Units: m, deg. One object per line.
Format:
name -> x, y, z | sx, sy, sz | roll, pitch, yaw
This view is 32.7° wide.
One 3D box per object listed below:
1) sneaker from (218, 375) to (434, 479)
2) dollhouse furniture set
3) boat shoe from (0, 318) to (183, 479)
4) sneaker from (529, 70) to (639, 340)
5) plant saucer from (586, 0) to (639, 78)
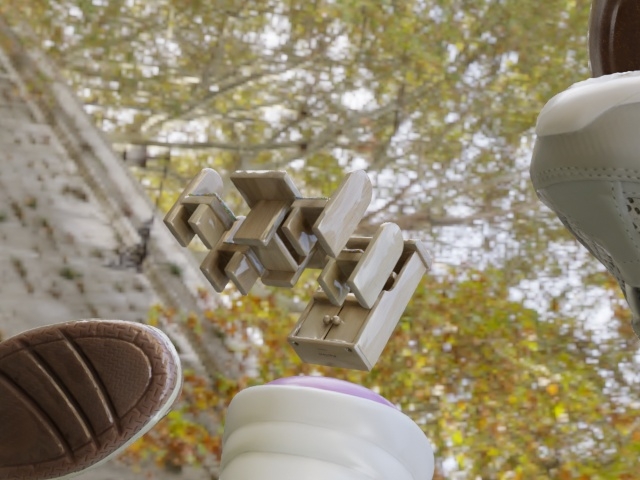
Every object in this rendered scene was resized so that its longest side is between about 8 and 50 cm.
sneaker -> -0.007, 0.193, 0.493 | 0.305, 0.114, 0.152 | 78, 21, -49
dollhouse furniture set -> 0.000, 0.000, 1.179 | 0.212, 0.242, 0.161 | 3, -131, 39
boat shoe -> -0.200, 0.120, 0.703 | 0.095, 0.257, 0.095 | 32, 37, -76
sneaker -> 0.159, 0.067, 0.329 | 0.115, 0.281, 0.105 | -48, -171, -14
plant saucer -> 0.356, -0.165, 0.912 | 0.310, 0.050, 0.311 | 15, -67, 39
